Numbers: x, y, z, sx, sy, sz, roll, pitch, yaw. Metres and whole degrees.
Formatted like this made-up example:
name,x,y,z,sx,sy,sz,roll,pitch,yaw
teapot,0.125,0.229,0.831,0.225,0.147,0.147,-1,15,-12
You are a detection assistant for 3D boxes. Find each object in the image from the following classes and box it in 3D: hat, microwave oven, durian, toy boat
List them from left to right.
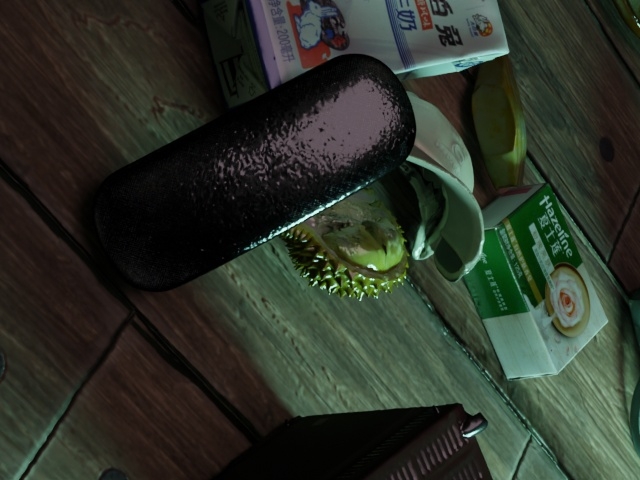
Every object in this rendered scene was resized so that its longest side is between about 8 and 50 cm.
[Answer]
name,x,y,z,sx,sy,sz,roll,pitch,yaw
durian,0.000,0.000,1.380,0.208,0.102,0.146,22,33,-37
microwave oven,0.035,0.266,1.264,0.178,0.247,0.188,-34,103,-40
hat,0.120,-0.083,1.463,0.164,0.226,0.219,-44,113,-23
toy boat,0.217,-0.145,1.663,0.066,0.065,0.172,22,61,-64

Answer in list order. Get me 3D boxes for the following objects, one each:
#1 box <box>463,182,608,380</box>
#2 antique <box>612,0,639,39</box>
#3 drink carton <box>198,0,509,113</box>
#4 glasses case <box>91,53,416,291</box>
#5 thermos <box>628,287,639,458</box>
name,x,y,z,sx,sy,sz,roll,pitch,yaw
box,0.248,0.049,1.637,0.135,0.081,0.199,-37,108,-43
antique,0.506,-0.380,1.953,0.278,0.129,0.224,28,60,-39
drink carton,0.040,-0.223,1.433,0.314,0.106,0.131,-16,93,-32
glasses case,-0.059,-0.064,1.275,0.321,0.082,0.122,-29,96,-12
thermos,0.488,0.195,1.802,0.182,0.145,0.287,-11,89,-13
